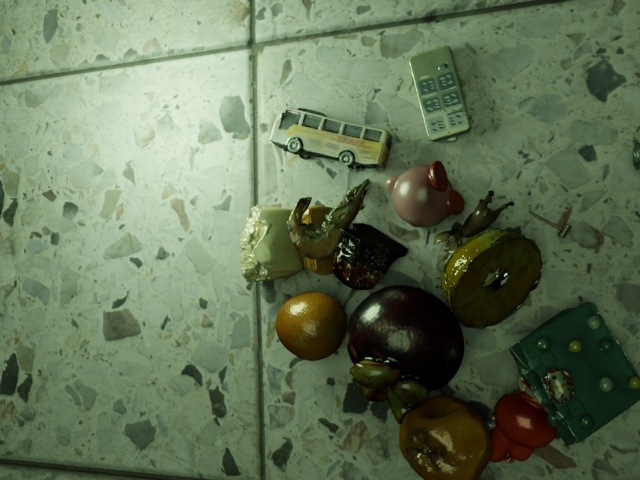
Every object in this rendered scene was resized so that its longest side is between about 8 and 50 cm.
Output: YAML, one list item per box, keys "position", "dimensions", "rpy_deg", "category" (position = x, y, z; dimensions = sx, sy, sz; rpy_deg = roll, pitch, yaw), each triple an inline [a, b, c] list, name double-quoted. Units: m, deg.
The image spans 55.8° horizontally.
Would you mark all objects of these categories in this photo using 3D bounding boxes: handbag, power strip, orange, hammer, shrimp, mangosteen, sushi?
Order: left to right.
- position: [-0.026, 0.238, 1.699]
  dimensions: [0.205, 0.206, 0.206]
  rpy_deg: [0, 90, 19]
  category: "orange"
- position: [0.021, -0.086, 1.679]
  dimensions: [0.169, 0.058, 0.296]
  rpy_deg: [40, 72, -18]
  category: "shrimp"
- position: [0.111, 0.054, 1.659]
  dimensions: [0.153, 0.172, 0.151]
  rpy_deg: [34, 110, 29]
  category: "sushi"
- position: [0.207, 0.286, 1.542]
  dimensions: [0.306, 0.307, 0.347]
  rpy_deg: [10, 60, 18]
  category: "mangosteen"
- position: [0.326, -0.402, 1.656]
  dimensions: [0.117, 0.046, 0.271]
  rpy_deg: [-15, 84, 18]
  category: "power strip"
- position: [0.308, 0.530, 1.561]
  dimensions: [0.248, 0.183, 0.249]
  rpy_deg: [5, 97, 47]
  category: "orange"
- position: [0.596, -0.048, 1.580]
  dimensions: [0.110, 0.019, 0.036]
  rpy_deg: [33, 100, 21]
  category: "hammer"
- position: [0.624, 0.309, 1.447]
  dimensions: [0.274, 0.100, 0.269]
  rpy_deg: [-21, 78, -27]
  category: "handbag"

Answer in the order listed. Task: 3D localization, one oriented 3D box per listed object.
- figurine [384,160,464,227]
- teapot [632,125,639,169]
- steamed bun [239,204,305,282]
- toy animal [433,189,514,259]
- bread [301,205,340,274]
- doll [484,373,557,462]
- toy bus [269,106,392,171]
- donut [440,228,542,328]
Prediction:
- position: [0.272, -0.116, 1.613]
  dimensions: [0.173, 0.173, 0.173]
  rpy_deg: [0, 90, 19]
  category: "figurine"
- position: [0.811, -0.224, 1.460]
  dimensions: [0.108, 0.111, 0.149]
  rpy_deg: [3, 96, 32]
  category: "teapot"
- position: [-0.155, 0.003, 1.752]
  dimensions: [0.199, 0.170, 0.226]
  rpy_deg: [-9, 86, 24]
  category: "steamed bun"
- position: [0.389, -0.039, 1.585]
  dimensions: [0.093, 0.214, 0.186]
  rpy_deg: [42, 72, 6]
  category: "toy animal"
- position: [0.000, 0.000, 1.733]
  dimensions: [0.077, 0.115, 0.201]
  rpy_deg: [-10, 86, 43]
  category: "bread"
- position: [0.521, 0.457, 1.544]
  dimensions: [0.161, 0.130, 0.291]
  rpy_deg: [28, 107, 15]
  category: "doll"
- position: [0.028, -0.286, 1.728]
  dimensions: [0.342, 0.097, 0.138]
  rpy_deg: [17, 93, 17]
  category: "toy bus"
- position: [0.426, 0.087, 1.534]
  dimensions: [0.272, 0.272, 0.107]
  rpy_deg: [-53, 34, 11]
  category: "donut"
